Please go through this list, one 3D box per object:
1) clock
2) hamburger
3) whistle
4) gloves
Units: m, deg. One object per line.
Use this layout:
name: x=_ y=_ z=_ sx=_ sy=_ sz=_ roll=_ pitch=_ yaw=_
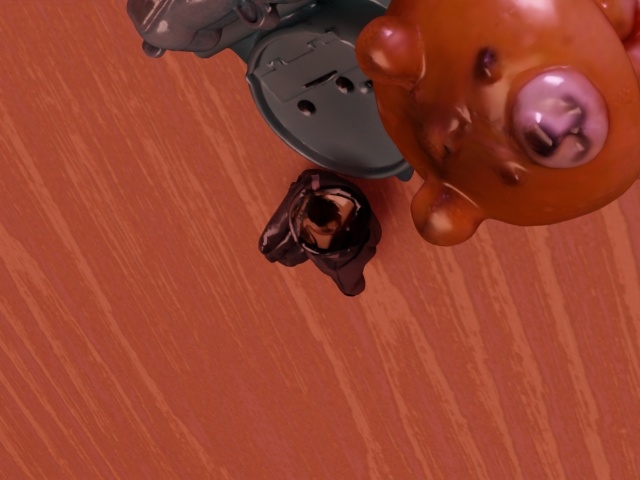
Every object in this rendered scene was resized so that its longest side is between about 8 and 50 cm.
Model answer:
clock: x=0.028 y=-0.155 z=1.321 sx=0.274 sy=0.094 sz=0.224 roll=47 pitch=143 yaw=-18
hamburger: x=0.157 y=-0.133 z=1.103 sx=0.276 sy=0.237 sz=0.276 roll=33 pitch=144 yaw=28
whistle: x=-0.080 y=-0.255 z=1.198 sx=0.274 sy=0.093 sz=0.186 roll=-48 pitch=61 yaw=33
gloves: x=0.009 y=-0.006 z=1.465 sx=0.142 sy=0.119 sz=0.285 roll=57 pitch=167 yaw=1
